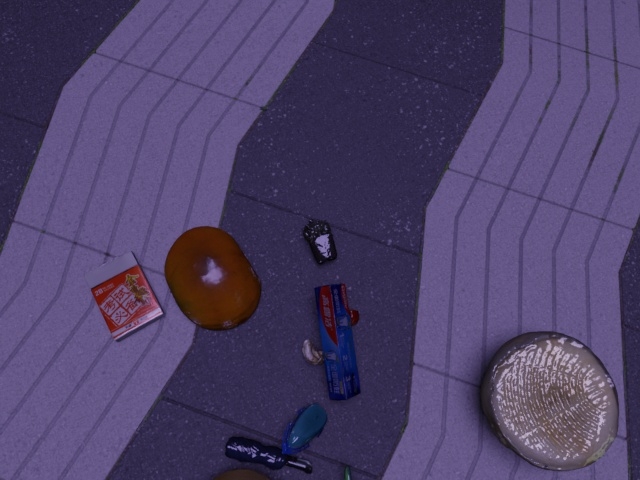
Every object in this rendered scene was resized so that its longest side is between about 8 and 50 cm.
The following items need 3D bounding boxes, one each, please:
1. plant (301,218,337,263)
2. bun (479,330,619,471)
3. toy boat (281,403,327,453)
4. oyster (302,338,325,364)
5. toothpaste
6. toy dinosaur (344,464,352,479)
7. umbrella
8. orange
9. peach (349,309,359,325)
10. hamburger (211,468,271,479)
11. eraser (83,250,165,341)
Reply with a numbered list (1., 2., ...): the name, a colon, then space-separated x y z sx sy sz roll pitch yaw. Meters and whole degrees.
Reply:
1. plant: 0.000 0.000 1.504 0.091 0.094 0.144 -21 78 2
2. bun: 0.615 0.434 1.333 0.363 0.202 0.365 0 79 -1
3. toy boat: -0.060 0.538 1.328 0.091 0.110 0.175 45 34 10
4. oyster: -0.014 0.329 1.417 0.080 0.038 0.084 -23 50 27
5. toothpaste: 0.049 0.287 1.376 0.066 0.076 0.321 -13 82 38
6. toy dinosaur: 0.332 0.736 1.257 0.374 0.144 0.500 -28 80 -16
7. umbrella: -0.139 0.590 1.323 0.247 0.071 0.071 12 72 -3
8. orange: -0.328 0.113 1.453 0.274 0.274 0.311 -25 106 -10
9. peach: 0.078 0.238 1.453 0.083 0.077 0.050 12 59 -45
10. hamburger: -0.208 0.740 1.206 0.299 0.176 0.301 0 71 -1
11. eraser: -0.592 0.165 1.448 0.157 0.038 0.230 -29 76 -11
